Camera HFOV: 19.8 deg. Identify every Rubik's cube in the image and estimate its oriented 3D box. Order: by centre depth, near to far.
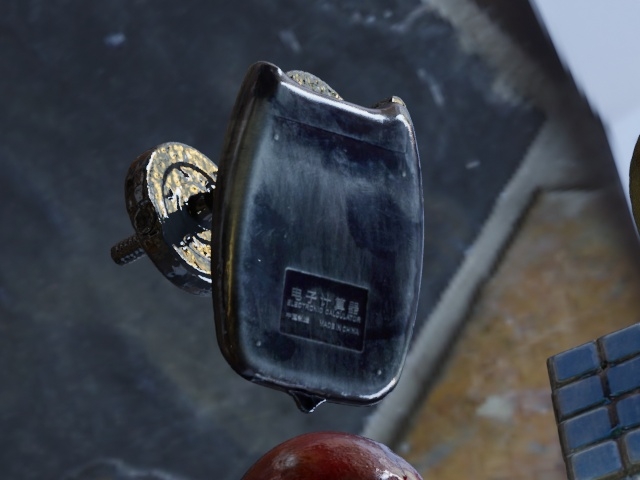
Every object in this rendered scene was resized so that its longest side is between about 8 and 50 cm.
[{"bbox_3d":[0.415,0.242,1.994,0.253,0.256,0.259,61,13,-27],"label":"Rubik's cube"}]

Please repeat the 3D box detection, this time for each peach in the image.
[{"bbox_3d":[0.006,0.263,1.664,0.197,0.197,0.197,7,77,-30],"label":"peach"}]

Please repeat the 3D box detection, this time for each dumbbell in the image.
[{"bbox_3d":[-0.059,-0.047,1.573,0.143,0.325,0.143,36,40,-38],"label":"dumbbell"}]

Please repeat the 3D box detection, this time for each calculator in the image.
[{"bbox_3d":[0.000,0.000,1.381,0.177,0.040,0.268,14,70,-26],"label":"calculator"}]

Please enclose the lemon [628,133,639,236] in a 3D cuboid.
[{"bbox_3d":[0.369,-0.031,1.634,0.184,0.184,0.248,-25,104,-32],"label":"lemon"}]
